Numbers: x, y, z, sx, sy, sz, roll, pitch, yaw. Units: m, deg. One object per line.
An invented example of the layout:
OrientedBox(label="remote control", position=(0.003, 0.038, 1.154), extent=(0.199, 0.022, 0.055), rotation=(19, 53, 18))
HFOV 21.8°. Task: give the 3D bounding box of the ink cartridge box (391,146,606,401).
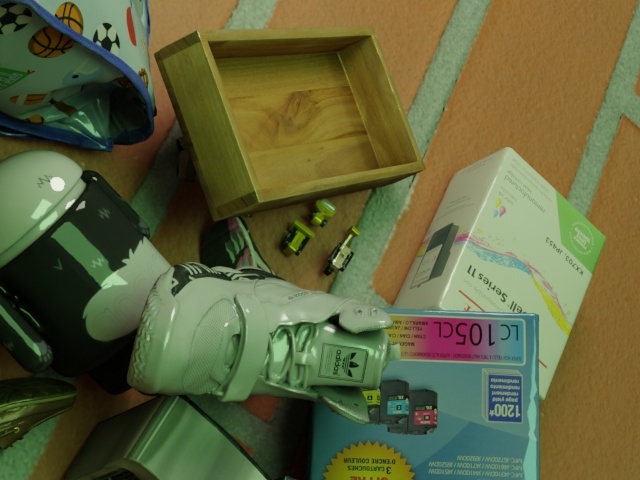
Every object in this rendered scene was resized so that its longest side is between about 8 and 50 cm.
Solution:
OrientedBox(label="ink cartridge box", position=(0.220, 0.081, 2.165), extent=(0.207, 0.119, 0.353), rotation=(40, 54, -20))

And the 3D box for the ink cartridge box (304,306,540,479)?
OrientedBox(label="ink cartridge box", position=(0.116, 0.285, 1.922), extent=(0.270, 0.151, 0.395), rotation=(2, 72, 1))

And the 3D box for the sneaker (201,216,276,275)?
OrientedBox(label="sneaker", position=(-0.081, 0.053, 1.993), extent=(0.077, 0.072, 0.178), rotation=(-7, 76, -62))

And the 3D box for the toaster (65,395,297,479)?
OrientedBox(label="toaster", position=(-0.155, 0.259, 1.778), extent=(0.168, 0.186, 0.110), rotation=(46, 48, -16))

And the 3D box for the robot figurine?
OrientedBox(label="robot figurine", position=(-0.269, 0.034, 1.780), extent=(0.173, 0.209, 0.278), rotation=(-40, 104, 3))

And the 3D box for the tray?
OrientedBox(label="tray", position=(-0.026, -0.149, 2.008), extent=(0.411, 0.076, 0.202), rotation=(-14, 82, -60))

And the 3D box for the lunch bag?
OrientedBox(label="lunch bag", position=(-0.313, -0.299, 1.810), extent=(0.385, 0.239, 0.327), rotation=(26, 54, -59))

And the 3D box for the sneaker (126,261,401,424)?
OrientedBox(label="sneaker", position=(-0.047, 0.109, 1.741), extent=(0.366, 0.210, 0.137), rotation=(-9, 113, -71))

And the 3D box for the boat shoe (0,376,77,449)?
OrientedBox(label="boat shoe", position=(-0.338, 0.187, 1.749), extent=(0.178, 0.064, 0.060), rotation=(-13, 113, -38))

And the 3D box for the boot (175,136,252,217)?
OrientedBox(label="boot", position=(-0.129, -0.078, 1.993), extent=(0.087, 0.042, 0.118), rotation=(2, 52, -19))

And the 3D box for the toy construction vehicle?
OrientedBox(label="toy construction vehicle", position=(0.000, 0.000, 2.087), extent=(0.086, 0.035, 0.098), rotation=(36, 53, -9))
